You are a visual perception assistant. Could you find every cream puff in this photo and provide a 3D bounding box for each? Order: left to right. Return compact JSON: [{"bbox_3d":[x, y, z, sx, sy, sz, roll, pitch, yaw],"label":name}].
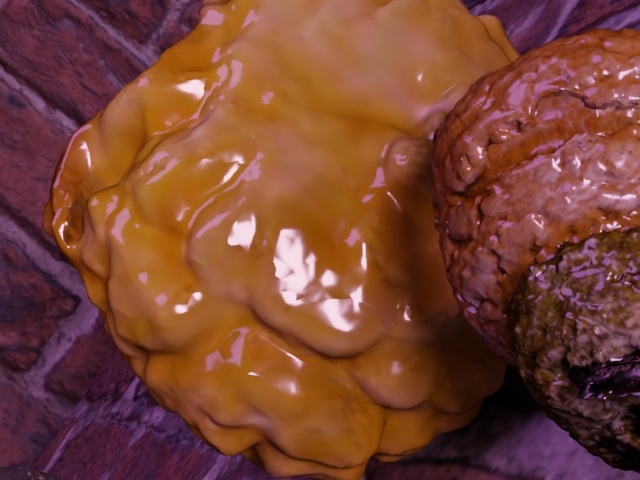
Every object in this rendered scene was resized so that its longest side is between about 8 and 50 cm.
[{"bbox_3d":[0.136,0.021,0.486,0.183,0.183,0.169,-41,32,36],"label":"cream puff"}]

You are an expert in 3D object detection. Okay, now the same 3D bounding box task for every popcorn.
[{"bbox_3d":[0.000,0.000,0.776,0.349,0.349,0.382,-57,-11,-23],"label":"popcorn"}]

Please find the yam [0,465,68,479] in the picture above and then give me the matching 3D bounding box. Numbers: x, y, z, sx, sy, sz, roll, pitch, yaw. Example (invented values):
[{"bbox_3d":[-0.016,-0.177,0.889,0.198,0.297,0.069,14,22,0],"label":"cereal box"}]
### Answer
[{"bbox_3d":[-0.218,0.325,0.772,0.271,0.201,0.202,-62,-14,-63],"label":"yam"}]
